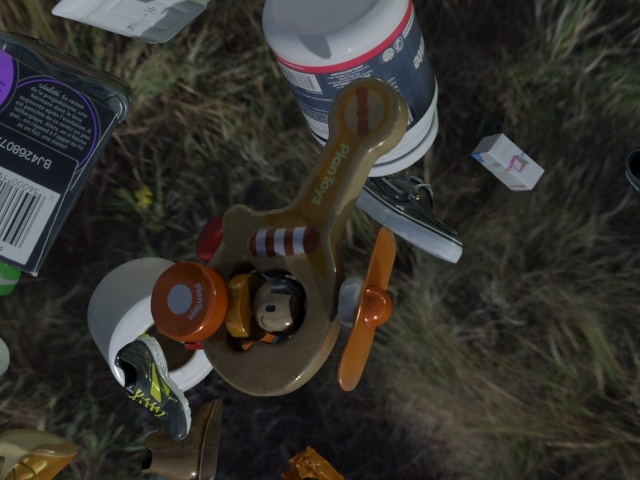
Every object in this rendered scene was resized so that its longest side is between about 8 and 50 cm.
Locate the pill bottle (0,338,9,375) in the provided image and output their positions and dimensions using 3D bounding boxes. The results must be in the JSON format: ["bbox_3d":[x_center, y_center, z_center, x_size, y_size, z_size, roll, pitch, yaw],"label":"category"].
[{"bbox_3d":[-0.588,0.208,1.412,0.112,0.187,0.112,2,98,14],"label":"pill bottle"}]

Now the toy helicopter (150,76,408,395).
[{"bbox_3d":[0.000,0.000,0.917,0.235,0.140,0.355,28,93,32],"label":"toy helicopter"}]

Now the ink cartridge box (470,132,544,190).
[{"bbox_3d":[0.380,-0.158,1.795,0.122,0.088,0.052,40,82,-12],"label":"ink cartridge box"}]

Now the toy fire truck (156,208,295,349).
[{"bbox_3d":[-0.149,0.073,1.297,0.247,0.158,0.217,-1,78,12],"label":"toy fire truck"}]

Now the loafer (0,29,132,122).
[{"bbox_3d":[-0.434,-0.270,1.429,0.268,0.084,0.096,24,123,-14],"label":"loafer"}]

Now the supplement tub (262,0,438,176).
[{"bbox_3d":[0.051,-0.233,1.191,0.191,0.272,0.191,-10,54,14],"label":"supplement tub"}]

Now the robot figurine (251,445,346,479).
[{"bbox_3d":[0.030,0.383,1.038,0.291,0.211,0.085,43,126,26],"label":"robot figurine"}]

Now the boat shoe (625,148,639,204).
[{"bbox_3d":[0.644,-0.071,1.643,0.116,0.319,0.099,-38,114,22],"label":"boat shoe"}]

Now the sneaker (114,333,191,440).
[{"bbox_3d":[-0.125,0.112,0.648,0.031,0.035,0.083,-33,82,43],"label":"sneaker"}]

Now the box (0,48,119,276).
[{"bbox_3d":[-0.287,-0.084,0.751,0.165,0.270,0.143,28,88,-20],"label":"box"}]

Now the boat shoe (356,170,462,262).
[{"bbox_3d":[0.148,-0.079,1.630,0.335,0.121,0.119,38,95,39],"label":"boat shoe"}]

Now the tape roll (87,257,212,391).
[{"bbox_3d":[-0.338,0.177,1.815,0.246,0.169,0.246,-12,117,-24],"label":"tape roll"}]

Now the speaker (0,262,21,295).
[{"bbox_3d":[-0.570,-0.058,1.578,0.131,0.131,0.296,18,95,8],"label":"speaker"}]

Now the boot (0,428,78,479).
[{"bbox_3d":[-0.505,0.420,1.395,0.104,0.295,0.211,19,90,15],"label":"boot"}]

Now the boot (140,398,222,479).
[{"bbox_3d":[-0.214,0.309,1.388,0.115,0.305,0.112,5,89,-5],"label":"boot"}]

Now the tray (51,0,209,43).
[{"bbox_3d":[-0.252,-0.338,1.268,0.145,0.270,0.030,-34,82,18],"label":"tray"}]
